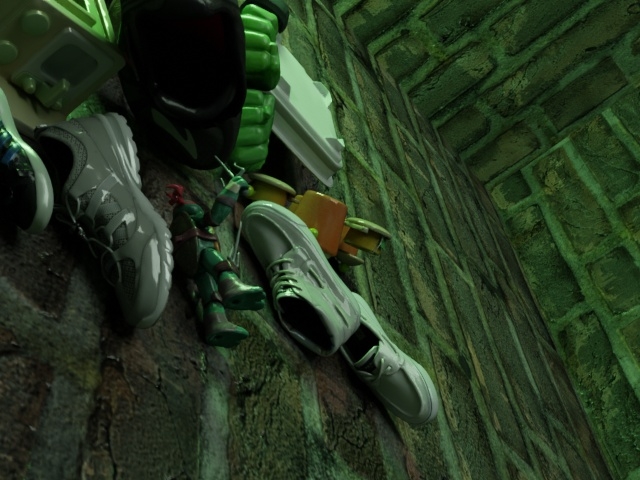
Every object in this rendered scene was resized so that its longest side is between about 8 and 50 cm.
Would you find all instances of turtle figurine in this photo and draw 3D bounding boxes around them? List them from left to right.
[{"bbox_3d":[-0.141,0.013,1.270,0.175,0.118,0.234,98,-23,-50],"label":"turtle figurine"}]

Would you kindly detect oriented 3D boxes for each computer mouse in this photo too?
[{"bbox_3d":[-0.153,-0.475,1.987,0.184,0.060,0.262,35,-17,-8],"label":"computer mouse"}]

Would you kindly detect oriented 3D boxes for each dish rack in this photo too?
[{"bbox_3d":[-0.053,-0.280,1.874,0.285,0.072,0.333,45,18,-30],"label":"dish rack"}]

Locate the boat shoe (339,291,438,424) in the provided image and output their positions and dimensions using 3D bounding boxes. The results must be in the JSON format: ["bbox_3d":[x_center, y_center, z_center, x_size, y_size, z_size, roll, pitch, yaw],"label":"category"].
[{"bbox_3d":[0.085,0.195,1.566,0.258,0.095,0.084,48,19,15],"label":"boat shoe"}]

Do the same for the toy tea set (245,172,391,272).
[{"bbox_3d":[0.000,0.000,1.688,0.200,0.124,0.336,19,-5,37],"label":"toy tea set"}]

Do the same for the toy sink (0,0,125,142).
[{"bbox_3d":[-0.342,-0.250,1.198,0.153,0.131,0.234,33,28,-48],"label":"toy sink"}]

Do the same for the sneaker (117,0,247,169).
[{"bbox_3d":[-0.187,-0.218,1.286,0.483,0.185,0.202,91,-7,-64],"label":"sneaker"}]

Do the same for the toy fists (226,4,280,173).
[{"bbox_3d":[-0.115,-0.249,1.617,0.142,0.096,0.279,69,26,-78],"label":"toy fists"}]

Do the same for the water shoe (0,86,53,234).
[{"bbox_3d":[-0.349,-0.086,1.010,0.080,0.073,0.203,-9,58,-46],"label":"water shoe"}]

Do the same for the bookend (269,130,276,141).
[{"bbox_3d":[-0.121,-0.249,1.869,0.156,0.072,0.157,58,17,10],"label":"bookend"}]

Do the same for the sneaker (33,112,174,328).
[{"bbox_3d":[-0.253,-0.020,1.110,0.115,0.105,0.281,-5,58,-35],"label":"sneaker"}]

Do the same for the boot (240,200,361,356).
[{"bbox_3d":[-0.041,0.056,1.475,0.258,0.095,0.123,48,25,-1],"label":"boot"}]

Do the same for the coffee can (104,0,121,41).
[{"bbox_3d":[-0.267,-0.423,1.601,0.201,0.201,0.275,37,24,-43],"label":"coffee can"}]
